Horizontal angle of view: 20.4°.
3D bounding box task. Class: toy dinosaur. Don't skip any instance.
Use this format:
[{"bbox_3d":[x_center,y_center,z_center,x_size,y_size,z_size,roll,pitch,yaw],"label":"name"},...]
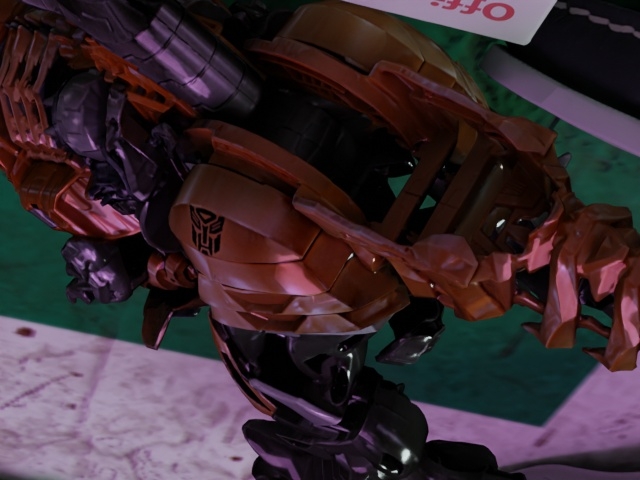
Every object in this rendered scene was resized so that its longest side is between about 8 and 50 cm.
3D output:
[{"bbox_3d":[0.000,0.000,0.533,0.164,0.322,0.218,-41,141,-2],"label":"toy dinosaur"}]

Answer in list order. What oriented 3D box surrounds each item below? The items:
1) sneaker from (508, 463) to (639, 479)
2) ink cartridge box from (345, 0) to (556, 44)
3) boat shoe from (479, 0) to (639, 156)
[{"bbox_3d":[0.169,0.163,0.882,0.217,0.079,0.121,-15,141,25],"label":"sneaker"},{"bbox_3d":[0.033,-0.123,0.451,0.092,0.090,0.143,13,146,-12],"label":"ink cartridge box"},{"bbox_3d":[0.204,-0.039,0.558,0.302,0.114,0.091,18,103,1],"label":"boat shoe"}]
